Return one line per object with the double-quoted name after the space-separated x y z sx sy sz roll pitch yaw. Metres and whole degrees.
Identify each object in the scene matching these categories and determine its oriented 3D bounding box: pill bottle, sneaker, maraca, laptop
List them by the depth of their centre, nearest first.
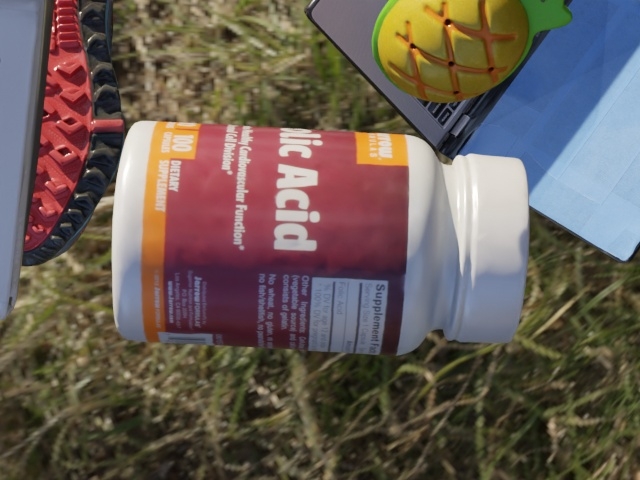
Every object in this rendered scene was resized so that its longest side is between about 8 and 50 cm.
-0.173 -0.102 0.932 0.104 0.125 0.261 3 74 0 "sneaker"
0.129 -0.188 1.189 0.186 0.099 0.127 -33 122 30 "maraca"
0.000 0.000 1.384 0.392 0.224 0.224 3 98 -1 "pill bottle"
0.273 -0.261 1.568 0.382 0.408 0.236 -53 35 -8 "laptop"

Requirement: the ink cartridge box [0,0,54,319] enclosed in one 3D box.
-0.240 -0.065 0.506 0.273 0.198 0.114 6 105 -11 "ink cartridge box"
